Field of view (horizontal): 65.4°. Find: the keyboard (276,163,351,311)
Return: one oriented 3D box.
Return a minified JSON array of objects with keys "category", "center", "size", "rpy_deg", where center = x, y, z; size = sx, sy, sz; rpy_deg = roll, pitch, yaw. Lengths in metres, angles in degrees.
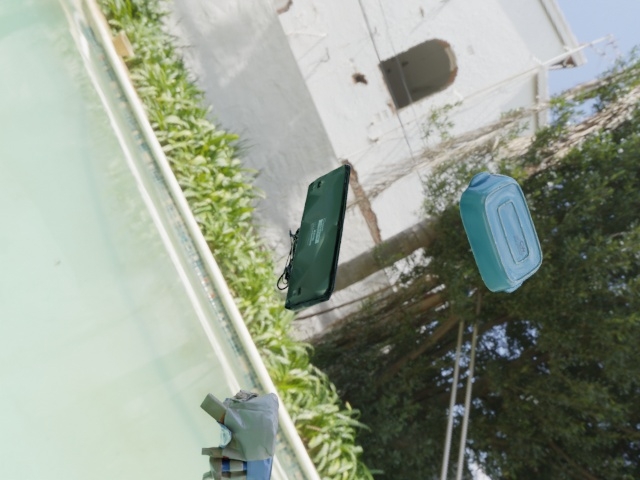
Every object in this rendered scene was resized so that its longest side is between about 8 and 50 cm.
[{"category":"keyboard","center":[0.000,0.000,0.619],"size":[0.038,0.100,0.192],"rpy_deg":[36,51,-34]}]

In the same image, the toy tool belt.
[{"category":"toy tool belt","center":[-0.056,0.140,0.330],"size":[0.052,0.051,0.083],"rpy_deg":[-93,-170,-75]}]

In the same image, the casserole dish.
[{"category":"casserole dish","center":[0.272,-0.012,0.734],"size":[0.037,0.114,0.189],"rpy_deg":[-1,-67,62]}]
